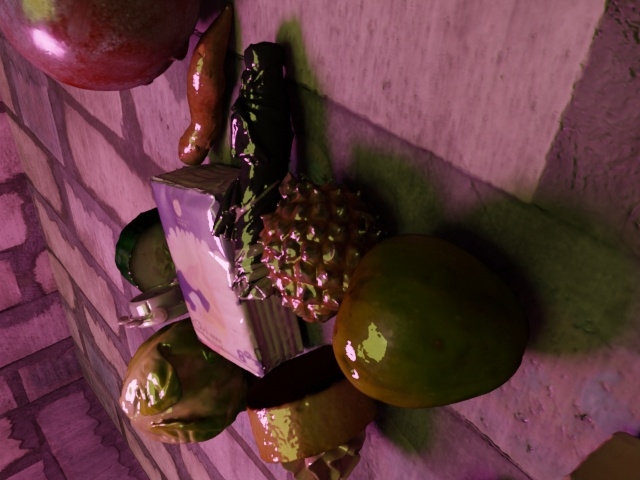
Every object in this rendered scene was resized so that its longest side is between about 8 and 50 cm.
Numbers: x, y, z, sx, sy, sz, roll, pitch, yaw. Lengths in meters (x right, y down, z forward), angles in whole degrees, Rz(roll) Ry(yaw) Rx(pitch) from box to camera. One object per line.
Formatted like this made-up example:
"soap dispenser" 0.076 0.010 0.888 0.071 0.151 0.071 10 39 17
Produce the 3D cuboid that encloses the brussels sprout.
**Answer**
"brussels sprout" -0.287 0.307 1.189 0.259 0.294 0.227 55 179 -22

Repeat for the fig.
"fig" 0.115 0.089 0.571 0.191 0.181 0.180 7 121 16

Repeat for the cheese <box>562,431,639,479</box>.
"cheese" 0.330 0.349 0.494 0.243 0.124 0.265 31 133 45

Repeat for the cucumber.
"cucumber" -0.298 0.016 1.085 0.130 0.191 0.191 8 117 51

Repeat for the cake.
"cake" 0.002 0.281 0.842 0.185 0.208 0.178 -19 101 34

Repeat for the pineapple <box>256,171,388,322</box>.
"pineapple" 0.000 0.000 0.691 0.166 0.166 0.193 -32 85 56

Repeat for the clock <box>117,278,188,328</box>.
"clock" -0.354 0.140 1.220 0.152 0.191 0.062 -3 109 54

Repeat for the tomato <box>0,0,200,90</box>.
"tomato" -0.309 -0.373 0.770 0.317 0.283 0.316 -1 88 50

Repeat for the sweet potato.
"sweet potato" -0.179 -0.230 0.861 0.059 0.067 0.281 52 144 20

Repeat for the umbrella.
"umbrella" -0.083 -0.090 0.770 0.106 0.113 0.357 15 111 42

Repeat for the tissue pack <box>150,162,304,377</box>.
"tissue pack" -0.163 0.048 0.962 0.242 0.125 0.343 16 123 47
